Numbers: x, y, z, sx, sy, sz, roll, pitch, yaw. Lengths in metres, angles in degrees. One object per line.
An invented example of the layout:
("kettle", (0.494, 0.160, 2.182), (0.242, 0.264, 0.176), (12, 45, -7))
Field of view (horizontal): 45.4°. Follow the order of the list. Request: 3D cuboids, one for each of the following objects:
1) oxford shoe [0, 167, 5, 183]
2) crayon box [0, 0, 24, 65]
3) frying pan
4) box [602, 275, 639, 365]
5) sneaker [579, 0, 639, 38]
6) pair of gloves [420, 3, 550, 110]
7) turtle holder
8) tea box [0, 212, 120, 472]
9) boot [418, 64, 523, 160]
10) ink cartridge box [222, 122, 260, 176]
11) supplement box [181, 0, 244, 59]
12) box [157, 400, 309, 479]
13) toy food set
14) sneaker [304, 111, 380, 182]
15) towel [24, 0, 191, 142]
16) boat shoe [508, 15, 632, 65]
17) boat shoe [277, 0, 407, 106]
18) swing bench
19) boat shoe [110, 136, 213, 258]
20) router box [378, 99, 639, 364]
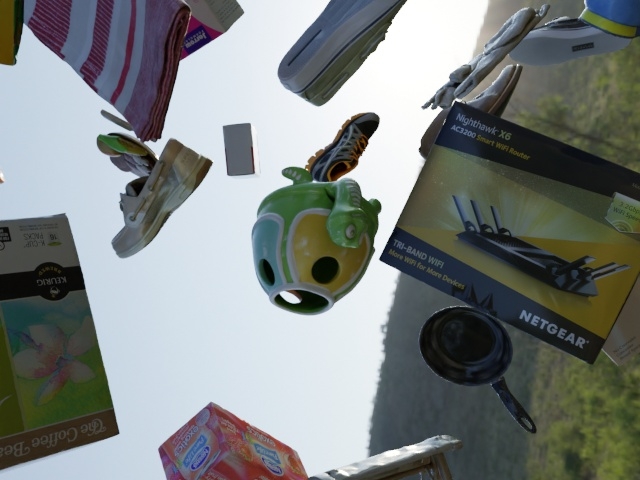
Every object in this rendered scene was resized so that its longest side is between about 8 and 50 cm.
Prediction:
("oxford shoe", (-0.765, -0.206, 1.575), (0.098, 0.271, 0.097), (-42, 8, -8))
("crayon box", (-0.467, -0.284, 0.819), (0.165, 0.279, 0.081), (137, 134, -61))
("frying pan", (0.364, 0.253, 1.621), (0.197, 0.326, 0.053), (-62, -4, 31))
("box", (0.485, 0.065, 1.386), (0.148, 0.311, 0.121), (-43, 18, 15))
("sneaker", (0.347, -0.270, 0.829), (0.209, 0.069, 0.082), (-24, -40, -52))
("pair of gloves", (0.269, -0.301, 1.275), (0.204, 0.042, 0.240), (-45, 4, -9))
("turtle holder", (0.007, 0.010, 1.448), (0.243, 0.320, 0.227), (36, -126, -40))
("tea box", (-0.487, 0.154, 0.996), (0.329, 0.220, 0.323), (-8, -102, -46))
("boot", (0.317, -0.271, 1.602), (0.305, 0.115, 0.112), (-52, -17, -18))
("ink cartridge box", (-0.198, -0.222, 1.938), (0.175, 0.073, 0.127), (-110, 15, -88))
("supplement box", (-0.243, -0.429, 1.268), (0.220, 0.111, 0.114), (53, -151, -23))
("box", (-0.163, 0.474, 1.549), (0.300, 0.154, 0.142), (44, -171, -40))
("toy food set", (-0.354, -0.152, 1.418), (0.038, 0.132, 0.192), (-60, -7, -25))
("sneaker", (0.064, -0.203, 1.746), (0.215, 0.083, 0.084), (-46, -37, 1))
("towel", (-0.317, -0.320, 1.073), (0.037, 0.329, 0.237), (-32, -22, -41))
("boat shoe", (0.475, -0.397, 1.468), (0.080, 0.229, 0.076), (59, -150, -51))
("boat shoe", (0.059, -0.346, 1.237), (0.094, 0.302, 0.109), (34, -160, -42))
("swing bench", (0.118, 0.478, 1.293), (0.165, 0.253, 0.254), (159, 101, -67))
("boat shoe", (-0.313, -0.076, 1.397), (0.302, 0.098, 0.109), (-40, 22, 38))
("router box", (0.269, -0.014, 1.015), (0.242, 0.309, 0.081), (-65, -19, 3))
